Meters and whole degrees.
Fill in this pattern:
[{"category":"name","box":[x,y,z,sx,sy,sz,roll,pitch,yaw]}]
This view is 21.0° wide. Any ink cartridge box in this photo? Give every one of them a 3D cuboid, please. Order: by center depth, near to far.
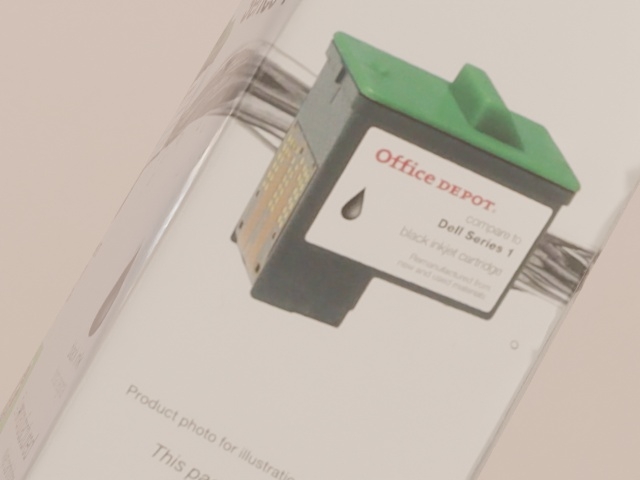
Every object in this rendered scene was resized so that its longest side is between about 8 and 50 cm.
[{"category":"ink cartridge box","box":[0.000,0.000,0.440,0.093,0.160,0.219,30,-94,-10]}]
